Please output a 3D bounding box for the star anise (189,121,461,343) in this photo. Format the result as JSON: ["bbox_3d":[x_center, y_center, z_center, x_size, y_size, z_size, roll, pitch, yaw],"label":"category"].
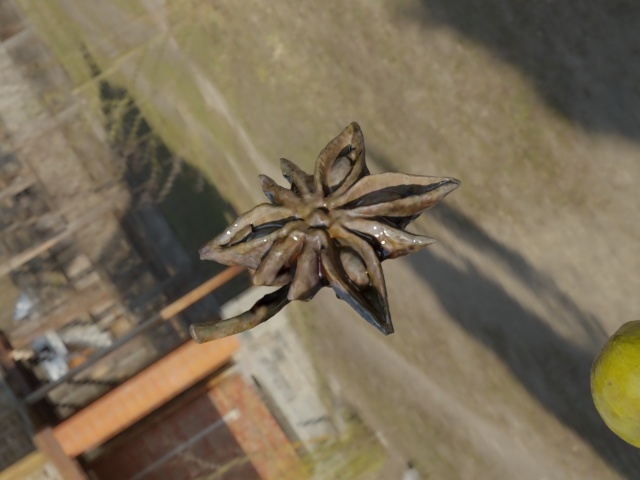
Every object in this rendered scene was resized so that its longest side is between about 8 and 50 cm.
[{"bbox_3d":[0.001,-0.001,1.635,0.292,0.349,0.109,7,148,30],"label":"star anise"}]

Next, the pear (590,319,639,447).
[{"bbox_3d":[0.401,0.174,1.591,0.162,0.149,0.149,51,168,37],"label":"pear"}]
